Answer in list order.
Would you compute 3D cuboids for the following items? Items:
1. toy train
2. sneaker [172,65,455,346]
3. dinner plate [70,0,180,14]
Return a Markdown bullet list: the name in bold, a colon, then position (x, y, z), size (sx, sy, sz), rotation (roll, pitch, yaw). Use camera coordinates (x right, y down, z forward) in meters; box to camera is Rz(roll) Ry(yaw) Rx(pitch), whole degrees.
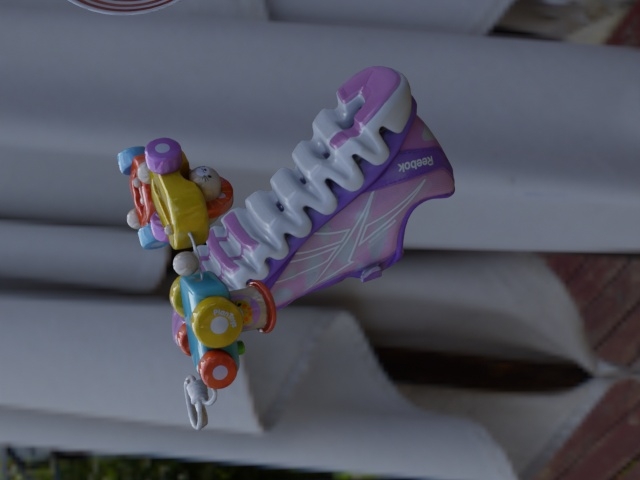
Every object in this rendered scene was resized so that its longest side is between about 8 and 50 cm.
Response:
- **toy train**: position (-0.064, 0.010, 0.799), size (0.125, 0.046, 0.166), rotation (112, 142, -65)
- **sneaker**: position (0.000, 0.000, 1.011), size (0.236, 0.104, 0.095), rotation (-46, 27, 8)
- **dinner plate**: position (-0.137, -0.219, 1.086), size (0.017, 0.141, 0.141), rotation (84, 178, -65)
